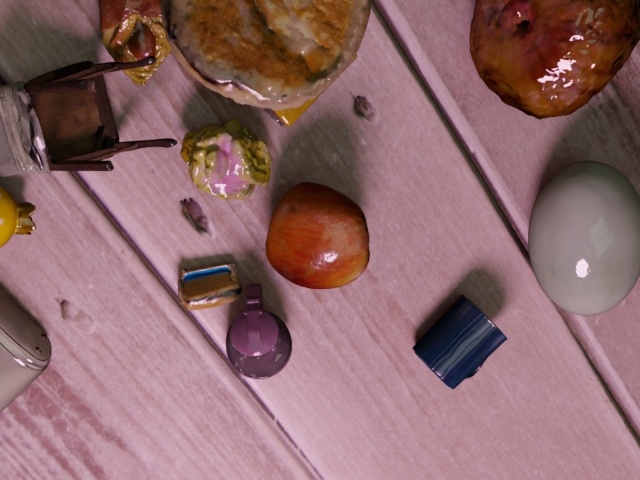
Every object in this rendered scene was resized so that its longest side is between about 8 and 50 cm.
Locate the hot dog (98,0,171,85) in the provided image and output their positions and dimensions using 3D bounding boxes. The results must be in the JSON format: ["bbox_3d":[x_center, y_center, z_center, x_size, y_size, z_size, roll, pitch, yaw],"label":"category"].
[{"bbox_3d":[-0.285,-0.370,1.290,0.123,0.093,0.262,-15,104,-15],"label":"hot dog"}]

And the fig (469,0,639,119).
[{"bbox_3d":[0.441,-0.356,1.404,0.368,0.286,0.286,-11,106,-34],"label":"fig"}]

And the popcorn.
[{"bbox_3d":[-0.150,-0.129,1.365,0.145,0.126,0.126,-6,121,-40],"label":"popcorn"}]

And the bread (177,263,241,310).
[{"bbox_3d":[-0.190,0.082,1.431,0.106,0.053,0.072,-11,61,-13],"label":"bread"}]

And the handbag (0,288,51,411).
[{"bbox_3d":[-0.614,0.207,1.364,0.315,0.109,0.241,-36,107,10],"label":"handbag"}]

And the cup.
[{"bbox_3d":[0.263,0.199,1.539,0.138,0.113,0.150,-45,106,1],"label":"cup"}]

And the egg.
[{"bbox_3d":[0.473,-0.002,1.497,0.203,0.203,0.283,-8,109,-12],"label":"egg"}]

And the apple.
[{"bbox_3d":[0.000,0.000,1.389,0.173,0.195,0.160,15,70,10],"label":"apple"}]

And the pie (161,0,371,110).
[{"bbox_3d":[-0.080,-0.365,1.287,0.339,0.077,0.339,1,83,-10],"label":"pie"}]

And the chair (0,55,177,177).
[{"bbox_3d":[-0.404,-0.182,1.290,0.186,0.319,0.160,-35,119,-50],"label":"chair"}]

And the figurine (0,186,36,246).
[{"bbox_3d":[-0.573,-0.022,1.296,0.234,0.185,0.127,-5,61,-42],"label":"figurine"}]

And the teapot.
[{"bbox_3d":[-0.100,0.154,1.420,0.116,0.146,0.148,24,73,8],"label":"teapot"}]

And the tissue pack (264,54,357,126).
[{"bbox_3d":[-0.041,-0.284,1.374,0.169,0.082,0.120,-45,105,-1],"label":"tissue pack"}]
